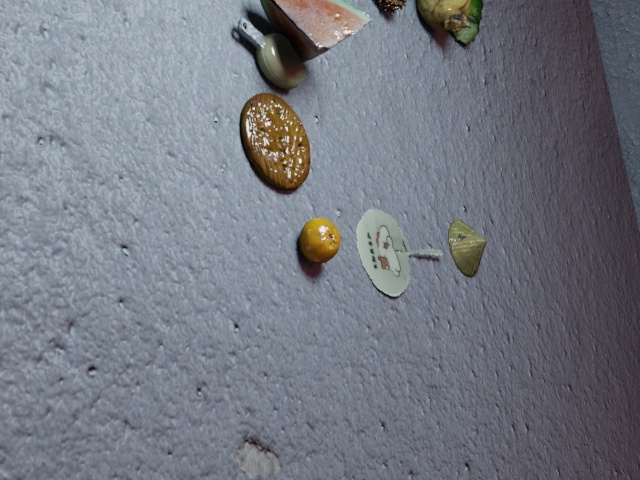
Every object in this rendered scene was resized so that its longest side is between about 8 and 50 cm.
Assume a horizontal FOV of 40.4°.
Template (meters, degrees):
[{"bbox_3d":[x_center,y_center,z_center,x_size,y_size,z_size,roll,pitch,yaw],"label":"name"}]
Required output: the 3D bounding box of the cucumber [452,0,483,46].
[{"bbox_3d":[0.412,-0.709,2.463,0.145,0.105,0.325,38,44,-39],"label":"cucumber"}]

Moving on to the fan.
[{"bbox_3d":[0.176,0.025,1.879,0.329,0.009,0.191,-1,74,-52],"label":"fan"}]

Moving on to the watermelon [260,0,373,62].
[{"bbox_3d":[-0.016,-0.423,1.633,0.207,0.202,0.136,34,88,-31],"label":"watermelon"}]

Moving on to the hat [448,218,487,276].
[{"bbox_3d":[0.377,0.010,2.115,0.146,0.067,0.146,28,54,-46],"label":"hat"}]

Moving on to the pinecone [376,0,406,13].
[{"bbox_3d":[0.171,-0.602,2.078,0.109,0.102,0.102,64,35,-18],"label":"pinecone"}]

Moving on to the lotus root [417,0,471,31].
[{"bbox_3d":[0.319,-0.641,2.268,0.154,0.140,0.257,74,11,-56],"label":"lotus root"}]

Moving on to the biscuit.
[{"bbox_3d":[-0.078,-0.185,1.607,0.187,0.027,0.188,27,55,-45],"label":"biscuit"}]

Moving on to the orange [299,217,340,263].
[{"bbox_3d":[0.000,0.000,1.594,0.083,0.070,0.083,20,62,-45],"label":"orange"}]

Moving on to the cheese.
[{"bbox_3d":[-0.093,-0.361,1.647,0.171,0.047,0.092,52,38,-26],"label":"cheese"}]
